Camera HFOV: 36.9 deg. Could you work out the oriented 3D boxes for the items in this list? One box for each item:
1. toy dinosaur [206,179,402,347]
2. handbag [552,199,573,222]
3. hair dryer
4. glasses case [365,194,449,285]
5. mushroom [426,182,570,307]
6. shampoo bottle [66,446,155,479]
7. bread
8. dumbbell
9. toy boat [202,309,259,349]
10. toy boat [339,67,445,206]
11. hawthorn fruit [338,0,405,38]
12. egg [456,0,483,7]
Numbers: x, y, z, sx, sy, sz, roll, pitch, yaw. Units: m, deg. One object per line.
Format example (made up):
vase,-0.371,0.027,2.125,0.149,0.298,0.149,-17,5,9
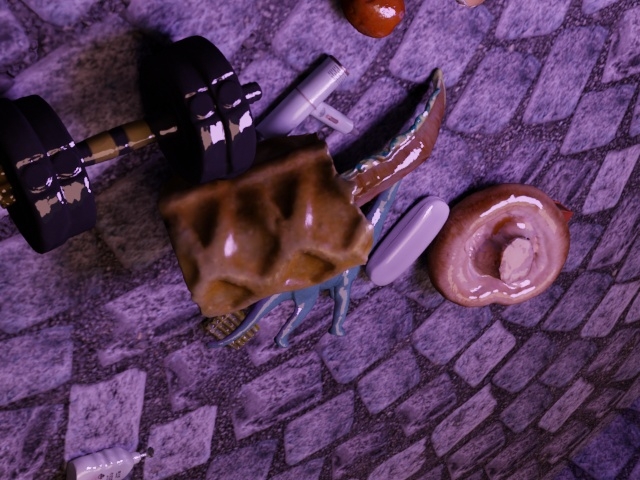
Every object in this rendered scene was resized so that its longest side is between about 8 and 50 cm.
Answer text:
toy dinosaur,0.000,0.000,1.563,0.383,0.129,0.331,-13,129,-43
handbag,0.427,-0.024,1.969,0.190,0.063,0.127,5,123,-49
hair dryer,0.002,-0.172,1.432,0.155,0.044,0.183,-42,147,2
glasses case,0.158,0.001,1.745,0.197,0.049,0.076,-50,142,10
mushroom,0.340,0.017,1.824,0.278,0.146,0.278,-5,120,-9
shampoo bottle,-0.358,0.387,1.652,0.152,0.045,0.077,-13,134,-36
bread,-0.079,-0.029,1.304,0.252,0.238,0.196,-25,114,-3
dumbbell,-0.239,-0.117,1.134,0.388,0.185,0.185,-25,141,-23
toy boat,-0.151,0.145,1.627,0.063,0.016,0.115,-44,144,0
toy boat,0.112,-0.144,1.518,0.293,0.099,0.108,-41,171,-2
hawthorn fruit,0.064,-0.322,1.308,0.093,0.081,0.081,19,112,-42
egg,0.220,-0.385,1.386,0.096,0.080,0.080,-48,144,10
